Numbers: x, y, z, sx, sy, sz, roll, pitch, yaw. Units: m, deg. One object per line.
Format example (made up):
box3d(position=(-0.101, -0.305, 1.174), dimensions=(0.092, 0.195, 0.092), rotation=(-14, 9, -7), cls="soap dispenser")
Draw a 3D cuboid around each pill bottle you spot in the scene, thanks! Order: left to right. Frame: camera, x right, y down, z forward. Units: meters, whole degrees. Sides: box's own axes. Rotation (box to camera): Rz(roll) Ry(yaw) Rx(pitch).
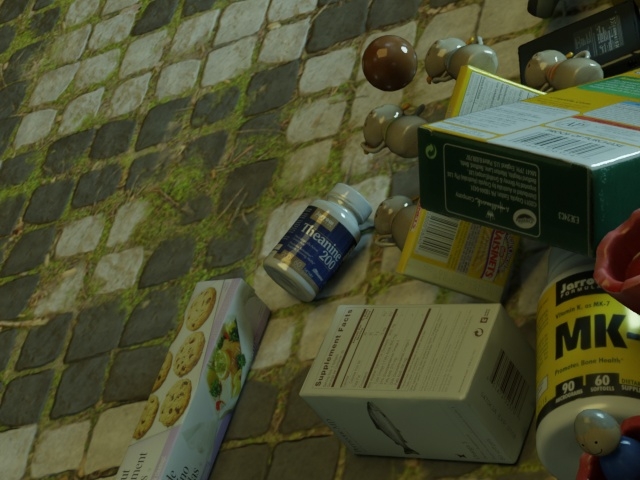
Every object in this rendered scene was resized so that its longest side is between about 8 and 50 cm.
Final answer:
box3d(position=(0.000, 0.000, 1.641), dimensions=(0.067, 0.067, 0.120), rotation=(21, 67, 49), cls="pill bottle")
box3d(position=(0.239, 0.093, 1.303), dimensions=(0.119, 0.119, 0.209), rotation=(-19, 42, 25), cls="pill bottle")

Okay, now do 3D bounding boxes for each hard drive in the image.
box3d(position=(0.274, -0.196, 1.646), dimensions=(0.135, 0.022, 0.094), rotation=(-21, 41, 23), cls="hard drive")

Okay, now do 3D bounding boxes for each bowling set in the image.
box3d(position=(0.118, -0.142, 1.554), dimensions=(0.287, 0.200, 0.154), rotation=(-43, 17, -3), cls="bowling set")

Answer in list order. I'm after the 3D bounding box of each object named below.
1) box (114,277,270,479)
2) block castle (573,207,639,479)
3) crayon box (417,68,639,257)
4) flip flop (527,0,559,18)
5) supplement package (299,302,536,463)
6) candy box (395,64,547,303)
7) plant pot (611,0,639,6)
box3d(position=(-0.137, 0.183, 1.574), dimensions=(0.067, 0.063, 0.324), rotation=(-8, 48, 37), cls="box")
box3d(position=(0.390, 0.035, 1.043), dimensions=(0.453, 0.213, 0.303), rotation=(-27, 33, 35), cls="block castle")
box3d(position=(0.272, -0.079, 1.389), dimensions=(0.322, 0.083, 0.203), rotation=(-18, 23, -35), cls="crayon box")
box3d(position=(0.308, -0.350, 1.721), dimensions=(0.080, 0.112, 0.277), rotation=(19, 60, 20), cls="flip flop")
box3d(position=(0.092, 0.127, 1.403), dimensions=(0.179, 0.105, 0.105), rotation=(-3, 50, 39), cls="supplement package")
box3d(position=(0.150, -0.052, 1.474), dimensions=(0.027, 0.105, 0.206), rotation=(-161, 89, -72), cls="candy box")
box3d(position=(0.349, -0.297, 1.643), dimensions=(0.083, 0.081, 0.081), rotation=(12, 60, 40), cls="plant pot")
